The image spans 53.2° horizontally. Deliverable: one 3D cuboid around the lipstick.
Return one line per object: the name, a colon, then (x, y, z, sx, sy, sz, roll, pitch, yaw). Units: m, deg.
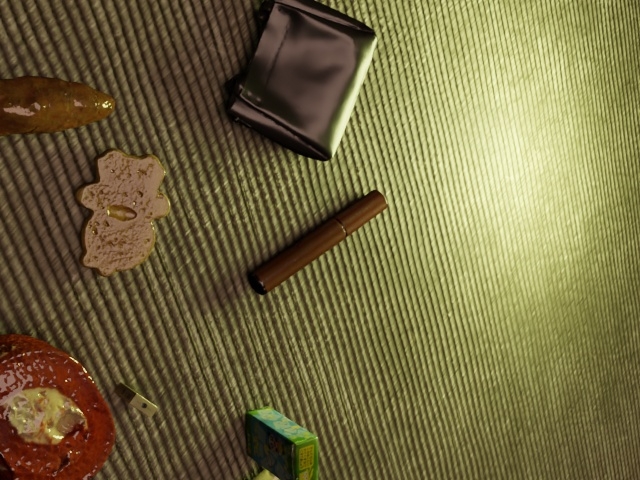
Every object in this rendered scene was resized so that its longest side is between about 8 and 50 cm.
lipstick: (0.000, 0.000, 1.357, 0.356, 0.057, 0.057, -34, 114, -25)

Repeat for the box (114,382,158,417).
box: (-0.333, 0.287, 1.153, 0.053, 0.083, 0.024, 45, 67, -29)

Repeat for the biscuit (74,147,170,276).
biscuit: (-0.350, -0.046, 1.128, 0.166, 0.036, 0.226, 4, 97, -34)

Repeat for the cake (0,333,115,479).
cake: (-0.459, 0.280, 1.034, 0.177, 0.150, 0.283, -34, 114, -39)

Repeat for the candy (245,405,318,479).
candy: (-0.080, 0.408, 1.272, 0.062, 0.194, 0.097, -7, 100, -34)

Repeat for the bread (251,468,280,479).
bread: (-0.103, 0.545, 1.356, 0.178, 0.060, 0.140, -31, 113, -27)

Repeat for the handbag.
handbag: (-0.040, -0.326, 1.255, 0.257, 0.113, 0.285, 21, 91, -28)

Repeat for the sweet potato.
sweet potato: (-0.447, -0.212, 1.004, 0.251, 0.097, 0.097, -9, 101, -31)
